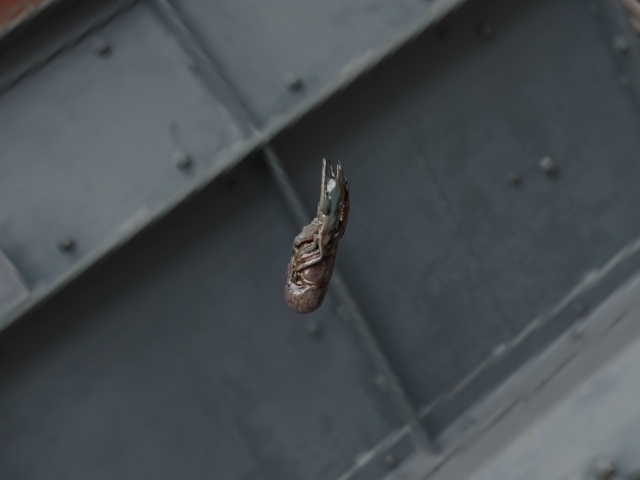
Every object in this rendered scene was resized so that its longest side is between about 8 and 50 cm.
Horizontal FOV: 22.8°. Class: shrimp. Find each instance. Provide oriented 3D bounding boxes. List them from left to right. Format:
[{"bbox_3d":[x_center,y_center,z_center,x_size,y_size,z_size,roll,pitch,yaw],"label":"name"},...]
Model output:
[{"bbox_3d":[0.002,-0.002,0.934,0.038,0.029,0.092,-4,-68,-74],"label":"shrimp"}]
